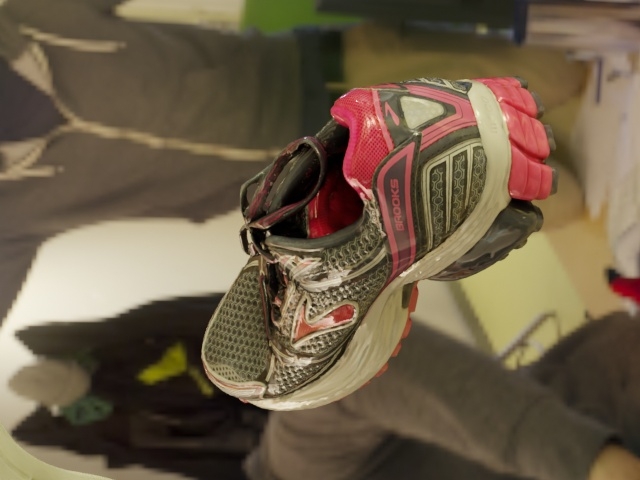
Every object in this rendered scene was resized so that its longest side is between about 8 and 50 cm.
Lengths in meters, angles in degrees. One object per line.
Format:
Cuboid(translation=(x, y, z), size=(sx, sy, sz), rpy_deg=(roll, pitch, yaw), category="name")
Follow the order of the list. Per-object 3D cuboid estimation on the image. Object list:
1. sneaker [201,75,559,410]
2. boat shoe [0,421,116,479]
Cuboid(translation=(0.000, 0.000, 0.794), size=(0.299, 0.112, 0.121), rpy_deg=(-49, 48, 48), category="sneaker")
Cuboid(translation=(-0.165, 0.106, 0.552), size=(0.319, 0.099, 0.116), rpy_deg=(45, -131, -54), category="boat shoe")
